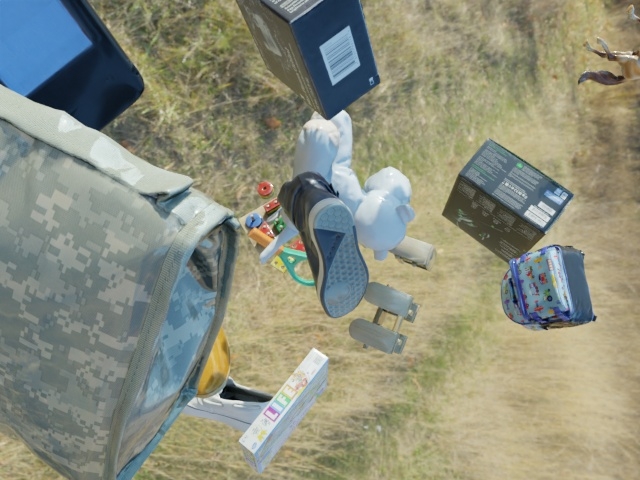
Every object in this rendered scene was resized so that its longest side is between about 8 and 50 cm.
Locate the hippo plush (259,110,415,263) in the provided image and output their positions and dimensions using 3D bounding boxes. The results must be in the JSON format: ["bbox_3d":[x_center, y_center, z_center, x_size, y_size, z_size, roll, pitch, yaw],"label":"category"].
[{"bbox_3d":[0.062,-0.092,1.011,0.234,0.236,0.294,108,4,-47],"label":"hippo plush"}]

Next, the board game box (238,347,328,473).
[{"bbox_3d":[-0.045,0.230,0.745,0.154,0.026,0.103,-47,157,-29],"label":"board game box"}]

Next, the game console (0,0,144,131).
[{"bbox_3d":[-0.452,-0.239,0.699,0.342,0.060,0.387,-42,139,-12],"label":"game console"}]

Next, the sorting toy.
[{"bbox_3d":[-0.137,-0.041,1.503,0.275,0.132,0.046,56,-8,27],"label":"sorting toy"}]

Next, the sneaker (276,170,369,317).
[{"bbox_3d":[0.002,-0.001,0.870,0.086,0.163,0.226,-19,128,-16],"label":"sneaker"}]

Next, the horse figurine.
[{"bbox_3d":[0.667,-0.402,1.144,0.174,0.263,0.066,32,56,-8],"label":"horse figurine"}]

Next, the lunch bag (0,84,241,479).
[{"bbox_3d":[-0.197,0.024,0.431,0.169,0.235,0.287,-54,171,-52],"label":"lunch bag"}]

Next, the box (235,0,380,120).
[{"bbox_3d":[-0.020,-0.261,0.686,0.093,0.158,0.156,-37,145,-6],"label":"box"}]

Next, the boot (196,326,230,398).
[{"bbox_3d":[-0.241,0.096,0.924,0.211,0.104,0.295,77,-10,-47],"label":"boot"}]

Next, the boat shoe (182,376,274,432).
[{"bbox_3d":[-0.203,0.319,1.146,0.095,0.257,0.084,-33,131,-67],"label":"boat shoe"}]

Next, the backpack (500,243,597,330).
[{"bbox_3d":[0.424,0.099,1.085,0.116,0.173,0.158,8,70,-32],"label":"backpack"}]

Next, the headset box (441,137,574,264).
[{"bbox_3d":[0.461,-0.083,1.418,0.131,0.246,0.283,-48,164,-14],"label":"headset box"}]

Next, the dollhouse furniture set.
[{"bbox_3d":[0.123,0.104,1.159,0.242,0.160,0.212,-68,163,-5],"label":"dollhouse furniture set"}]

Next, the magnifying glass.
[{"bbox_3d":[-0.080,0.041,1.391,0.231,0.092,0.026,36,29,-19],"label":"magnifying glass"}]
